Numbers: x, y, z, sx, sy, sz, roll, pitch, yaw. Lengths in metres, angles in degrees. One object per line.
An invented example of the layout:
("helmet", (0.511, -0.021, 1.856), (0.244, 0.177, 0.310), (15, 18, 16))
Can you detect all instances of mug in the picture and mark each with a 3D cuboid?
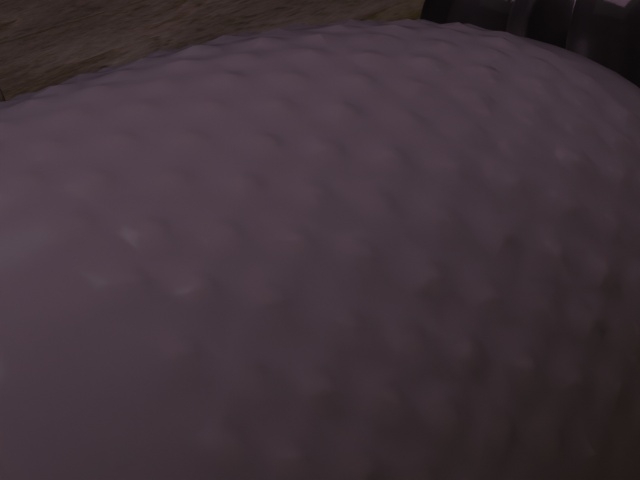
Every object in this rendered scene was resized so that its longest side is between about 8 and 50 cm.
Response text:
("mug", (0.022, 0.087, 0.591), (0.328, 0.276, 0.374), (-25, 51, -34))

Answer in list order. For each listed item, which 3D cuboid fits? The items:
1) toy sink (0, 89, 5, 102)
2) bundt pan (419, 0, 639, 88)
("toy sink", (-0.341, -0.026, 1.348), (0.234, 0.131, 0.153), (-25, 20, -10))
("bundt pan", (0.212, -0.131, 1.070), (0.331, 0.124, 0.331), (-1, 13, 0))
